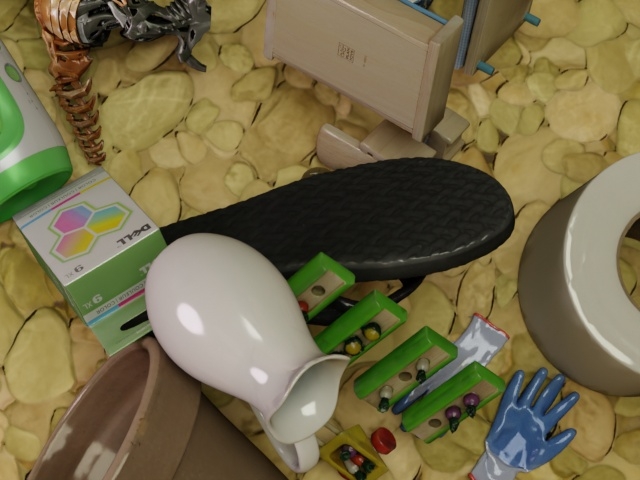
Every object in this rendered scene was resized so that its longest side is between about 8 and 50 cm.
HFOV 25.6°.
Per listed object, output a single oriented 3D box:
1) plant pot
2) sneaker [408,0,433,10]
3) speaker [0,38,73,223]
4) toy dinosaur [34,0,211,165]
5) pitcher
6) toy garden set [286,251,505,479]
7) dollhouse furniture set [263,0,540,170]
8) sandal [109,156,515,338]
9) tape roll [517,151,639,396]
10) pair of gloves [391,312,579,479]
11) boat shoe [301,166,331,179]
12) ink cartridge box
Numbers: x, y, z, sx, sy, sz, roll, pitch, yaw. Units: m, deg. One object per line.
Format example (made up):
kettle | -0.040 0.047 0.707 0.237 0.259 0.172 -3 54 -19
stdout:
plant pot | -0.141 0.259 1.353 0.229 0.263 0.263 34 76 -18
sneaker | 0.063 -0.266 1.569 0.135 0.052 0.058 -19 75 -13
speaker | -0.377 -0.166 1.445 0.131 0.131 0.296 -32 85 -13
toy dinosaur | -0.224 -0.253 1.482 0.218 0.164 0.322 3 122 -7
pitcher | -0.068 0.104 1.279 0.125 0.178 0.207 -28 53 -28
toy garden set | 0.026 0.146 1.385 0.244 0.204 0.049 35 34 -23
dollhouse furniture set | 0.108 -0.249 1.514 0.198 0.286 0.303 31 55 18
sandal | -0.018 0.022 1.428 0.445 0.107 0.167 -13 41 14
tape roll | 0.348 0.039 1.490 0.246 0.169 0.246 2 78 -8
pair of gloves | 0.176 0.175 1.514 0.198 0.023 0.159 40 76 0
boat shoe | -0.002 -0.001 1.513 0.056 0.048 0.153 -3 83 3
ink cartridge box | -0.215 0.015 1.401 0.109 0.209 0.062 -32 130 -13
